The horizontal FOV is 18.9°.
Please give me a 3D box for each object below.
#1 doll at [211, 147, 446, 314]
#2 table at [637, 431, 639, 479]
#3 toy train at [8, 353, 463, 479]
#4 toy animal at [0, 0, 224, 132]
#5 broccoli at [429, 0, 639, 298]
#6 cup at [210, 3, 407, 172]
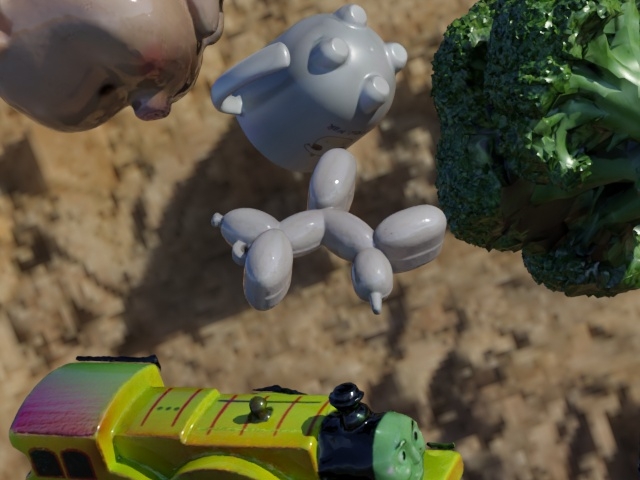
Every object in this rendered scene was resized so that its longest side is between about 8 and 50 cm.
[{"bbox_3d":[0.000,0.000,1.542,0.161,0.059,0.160,33,54,20],"label":"doll"},{"bbox_3d":[0.464,0.152,1.625,0.222,0.335,0.272,-45,15,30],"label":"table"},{"bbox_3d":[-0.050,0.155,1.214,0.296,0.160,0.100,0,32,26],"label":"toy train"},{"bbox_3d":[-0.105,-0.174,1.150,0.248,0.149,0.165,-48,-18,-7],"label":"toy animal"},{"bbox_3d":[0.267,-0.127,1.825,0.310,0.413,0.321,3,46,15],"label":"broccoli"},{"bbox_3d":[-0.010,-0.166,1.905,0.142,0.173,0.134,-34,36,44],"label":"cup"}]
